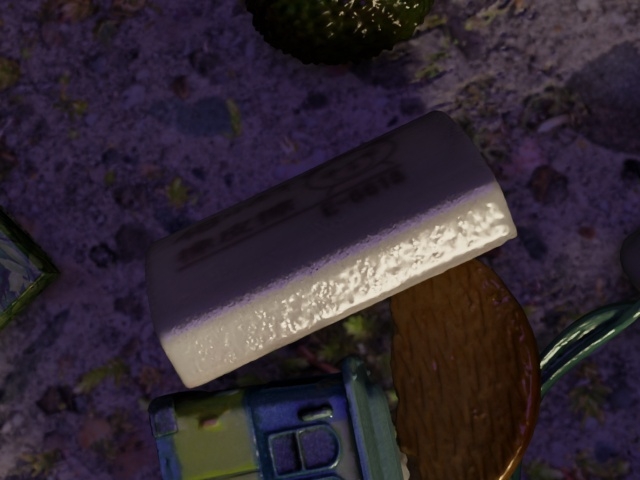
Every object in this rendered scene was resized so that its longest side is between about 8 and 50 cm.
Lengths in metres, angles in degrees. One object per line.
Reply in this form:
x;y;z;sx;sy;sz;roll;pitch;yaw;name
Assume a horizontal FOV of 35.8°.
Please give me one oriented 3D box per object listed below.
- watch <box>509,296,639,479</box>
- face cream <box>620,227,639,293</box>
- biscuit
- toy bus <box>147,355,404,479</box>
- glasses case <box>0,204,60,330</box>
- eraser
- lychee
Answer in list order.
0.240;0.155;0.772;0.195;0.068;0.237;24;101;20;watch
0.372;0.087;0.789;0.144;0.071;0.291;-33;82;8;face cream
0.112;0.103;0.792;0.144;0.033;0.224;-20;71;37;biscuit
-0.018;0.258;0.764;0.190;0.152;0.313;-12;82;6;toy bus
-0.356;0.090;0.857;0.272;0.062;0.095;-43;88;0;glasses case
0.000;0.000;0.784;0.270;0.174;0.095;-26;115;2;eraser
0.014;-0.218;0.820;0.171;0.171;0.171;-1;83;5;lychee
